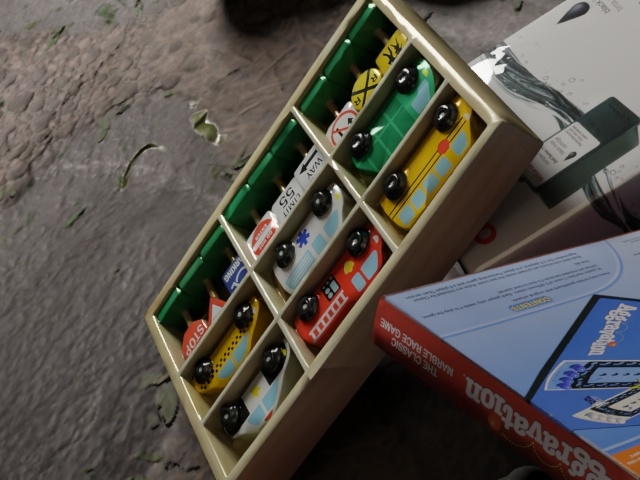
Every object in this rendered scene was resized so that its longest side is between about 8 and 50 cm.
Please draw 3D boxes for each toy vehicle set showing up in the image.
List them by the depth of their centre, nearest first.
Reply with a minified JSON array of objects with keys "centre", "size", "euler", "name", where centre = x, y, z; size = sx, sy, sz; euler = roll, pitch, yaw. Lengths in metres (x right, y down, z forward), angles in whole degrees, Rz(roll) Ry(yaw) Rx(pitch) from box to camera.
[{"centre":[0.000,0.000,0.751],"size":[0.267,0.035,0.166],"euler":[-55,40,18],"name":"toy vehicle set"}]

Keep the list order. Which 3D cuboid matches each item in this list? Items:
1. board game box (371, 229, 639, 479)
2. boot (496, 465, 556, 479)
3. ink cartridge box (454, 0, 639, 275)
[{"centre":[0.176,0.040,0.579],"size":[0.281,0.027,0.145],"euler":[-12,31,-36],"name":"board game box"},{"centre":[0.223,0.198,0.473],"size":[0.260,0.131,0.348],"euler":[-31,56,15],"name":"boot"},{"centre":[0.158,-0.057,0.745],"size":[0.208,0.087,0.153],"euler":[-33,46,5],"name":"ink cartridge box"}]
